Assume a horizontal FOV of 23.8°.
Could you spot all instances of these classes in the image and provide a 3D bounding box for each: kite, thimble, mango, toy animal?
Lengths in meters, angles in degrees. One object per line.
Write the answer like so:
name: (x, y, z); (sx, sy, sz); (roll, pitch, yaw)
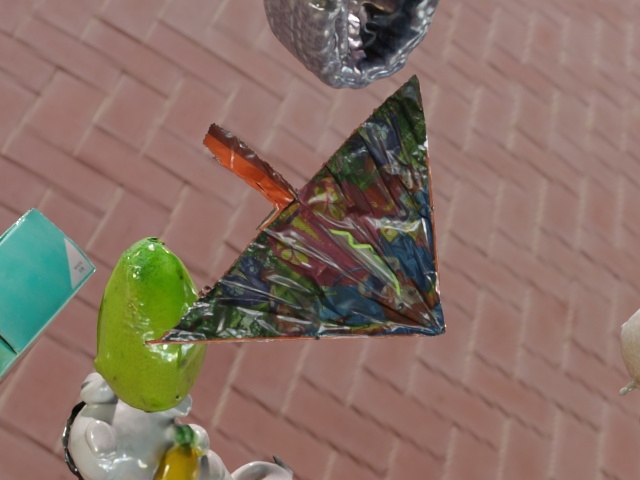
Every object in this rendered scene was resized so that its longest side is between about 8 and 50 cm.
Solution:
kite: (0.000, 0.000, 0.905); (0.189, 0.009, 0.232); (42, 78, -5)
thimble: (0.025, -0.213, 1.326); (0.150, 0.150, 0.098); (-6, 37, -43)
mango: (-0.166, 0.083, 1.445); (0.119, 0.178, 0.100); (27, 36, 35)
toy animal: (-0.180, 0.291, 1.858); (0.325, 0.154, 0.209); (33, 73, -37)

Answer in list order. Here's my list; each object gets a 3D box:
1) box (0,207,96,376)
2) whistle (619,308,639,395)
box: (-0.430, 0.130, 1.885); (0.118, 0.311, 0.205); (39, 37, -6)
whistle: (0.571, 0.120, 2.177); (0.189, 0.348, 0.189); (48, 5, -5)
